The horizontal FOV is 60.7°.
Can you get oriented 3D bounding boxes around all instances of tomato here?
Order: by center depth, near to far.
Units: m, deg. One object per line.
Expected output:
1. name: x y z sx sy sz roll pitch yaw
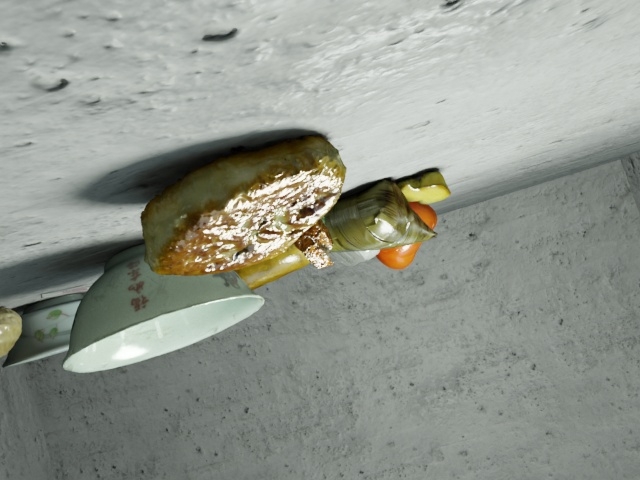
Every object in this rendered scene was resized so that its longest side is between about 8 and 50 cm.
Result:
1. tomato: 0.255 -0.030 1.761 0.260 0.180 0.260 -55 167 -19

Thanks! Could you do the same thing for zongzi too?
1. zongzi: 0.132 -0.023 1.413 0.286 0.138 0.300 -19 154 34

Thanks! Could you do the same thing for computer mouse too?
1. computer mouse: 0.089 -0.013 1.695 0.121 0.184 0.297 -56 -176 -12

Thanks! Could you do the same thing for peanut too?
1. peanut: -0.901 0.255 1.379 0.149 0.149 0.313 -18 175 18

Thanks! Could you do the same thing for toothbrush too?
1. toothbrush: -0.681 0.137 1.537 0.194 0.017 0.014 -13 175 -41

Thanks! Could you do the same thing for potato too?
1. potato: -0.195 0.077 1.727 0.369 0.176 0.195 -17 135 15

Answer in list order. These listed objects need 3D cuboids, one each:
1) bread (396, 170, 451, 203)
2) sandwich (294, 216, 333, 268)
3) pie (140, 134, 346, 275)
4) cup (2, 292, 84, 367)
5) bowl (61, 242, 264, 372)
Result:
1. bread: 0.254 -0.134 1.400 0.149 0.065 0.187 -10 170 22
2. sandwich: -0.030 -0.035 1.098 0.079 0.159 0.235 -38 151 4
3. pie: -0.096 -0.040 0.773 0.315 0.092 0.315 -27 165 -8
4. cup: -0.810 0.264 1.696 0.347 0.163 0.347 -16 176 -1
5. bowl: -0.361 0.122 1.206 0.434 0.196 0.435 -21 167 -5
